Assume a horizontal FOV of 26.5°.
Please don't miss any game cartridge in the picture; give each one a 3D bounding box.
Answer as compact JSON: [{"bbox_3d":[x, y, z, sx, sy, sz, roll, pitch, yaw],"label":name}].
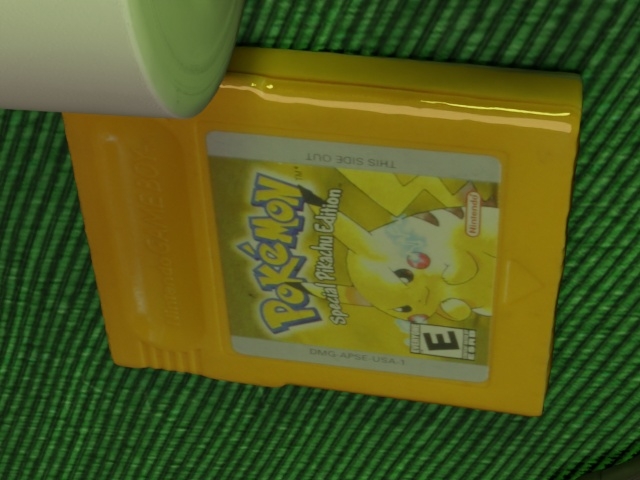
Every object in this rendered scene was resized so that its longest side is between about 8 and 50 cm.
[{"bbox_3d":[0.000,0.000,0.909,0.324,0.052,0.285,5,134,8],"label":"game cartridge"}]

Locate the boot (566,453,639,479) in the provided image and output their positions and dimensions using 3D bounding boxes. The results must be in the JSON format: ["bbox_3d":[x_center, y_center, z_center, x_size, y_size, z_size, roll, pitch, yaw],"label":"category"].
[{"bbox_3d":[0.288,0.236,1.057,0.198,0.076,0.137,37,125,-23],"label":"boot"}]

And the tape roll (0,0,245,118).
[{"bbox_3d":[-0.135,-0.181,0.629,0.169,0.246,0.246,5,134,10],"label":"tape roll"}]
